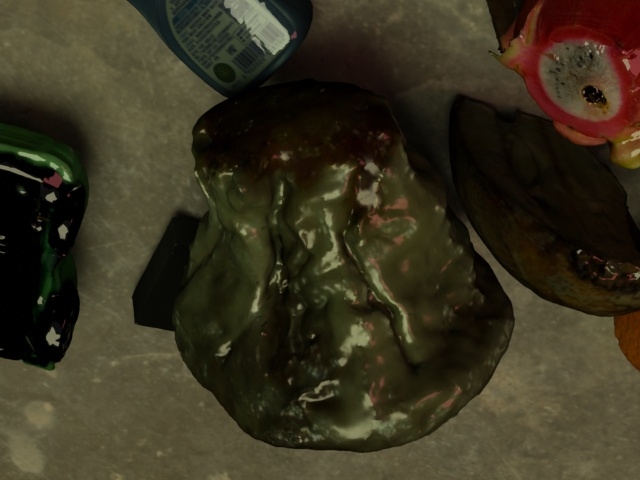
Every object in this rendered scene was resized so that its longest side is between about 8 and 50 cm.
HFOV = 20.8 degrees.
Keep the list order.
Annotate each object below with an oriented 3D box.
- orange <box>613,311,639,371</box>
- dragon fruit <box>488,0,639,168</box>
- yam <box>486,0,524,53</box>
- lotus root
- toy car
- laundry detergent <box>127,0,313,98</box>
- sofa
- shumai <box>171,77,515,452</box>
[{"bbox_3d":[0.416,0.075,1.922,0.193,0.161,0.193,-4,106,-14],"label":"orange"},{"bbox_3d":[0.289,-0.202,1.673,0.224,0.227,0.224,27,137,28],"label":"dragon fruit"},{"bbox_3d":[0.202,-0.254,1.766,0.084,0.084,0.127,-10,124,18],"label":"yam"},{"bbox_3d":[0.229,-0.016,1.820,0.210,0.314,0.142,9,119,-19],"label":"lotus root"},{"bbox_3d":[-0.376,0.012,2.025,0.213,0.176,0.359,13,124,0],"label":"toy car"},{"bbox_3d":[-0.150,-0.281,1.812,0.290,0.094,0.143,41,129,-16],"label":"laundry detergent"},{"bbox_3d":[-0.163,0.041,2.081,0.085,0.060,0.147,13,130,-21],"label":"sofa"},{"bbox_3d":[0.000,0.000,1.812,0.397,0.324,0.323,32,146,40],"label":"shumai"}]
